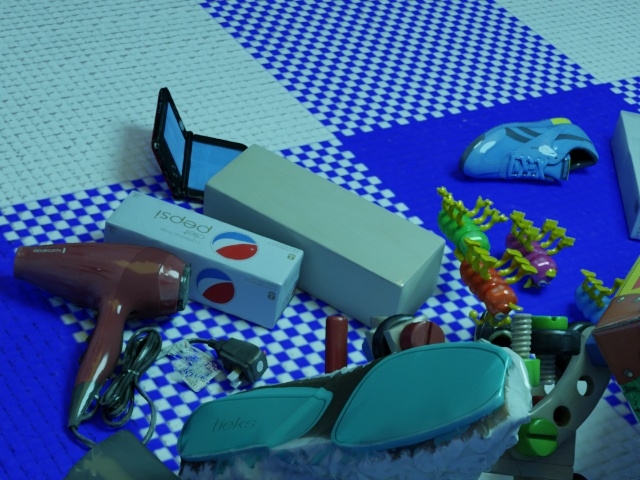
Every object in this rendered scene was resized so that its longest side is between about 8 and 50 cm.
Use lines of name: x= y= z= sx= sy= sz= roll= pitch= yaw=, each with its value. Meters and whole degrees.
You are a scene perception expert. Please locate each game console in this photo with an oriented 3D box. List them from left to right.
game console: x=-0.149 y=-0.118 z=1.744 sx=0.085 sy=0.124 sz=0.144 roll=-14 pitch=35 yaw=9

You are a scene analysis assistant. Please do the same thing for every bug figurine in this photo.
bug figurine: x=0.237 y=0.037 z=1.611 sx=0.279 sy=0.072 sz=0.216 roll=14 pitch=28 yaw=-36

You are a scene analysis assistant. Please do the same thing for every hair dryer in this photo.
hair dryer: x=-0.217 y=0.082 z=1.453 sx=0.223 sy=0.080 sz=0.293 roll=-25 pitch=49 yaw=-39

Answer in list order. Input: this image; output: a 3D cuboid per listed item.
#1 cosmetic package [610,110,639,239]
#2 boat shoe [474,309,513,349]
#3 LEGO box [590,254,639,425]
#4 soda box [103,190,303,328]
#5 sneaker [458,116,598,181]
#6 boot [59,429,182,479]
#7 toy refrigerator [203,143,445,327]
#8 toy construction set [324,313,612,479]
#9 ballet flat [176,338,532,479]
cosmetic package: x=0.460 y=-0.084 z=1.891 sx=0.098 sy=0.060 sz=0.239 roll=9 pitch=36 yaw=-1
boat shoe: x=0.203 y=0.119 z=1.549 sx=0.056 sy=0.049 sz=0.152 roll=9 pitch=36 yaw=-5
LEGO box: x=0.505 y=0.096 z=1.382 sx=0.193 sy=0.373 sz=0.500 roll=-20 pitch=15 yaw=38
soda box: x=-0.134 y=0.021 z=1.569 sx=0.216 sy=0.069 sz=0.074 roll=19 pitch=37 yaw=11
sneaker: x=0.285 y=-0.112 z=1.873 sx=0.209 sy=0.069 sz=0.082 roll=-12 pitch=46 yaw=-30
boot: x=-0.006 y=0.288 z=1.070 sx=0.445 sy=0.146 sz=0.367 roll=31 pitch=75 yaw=27
toy refrigerator: x=0.000 y=0.000 z=1.620 sx=0.269 sy=0.094 sz=0.102 roll=27 pitch=45 yaw=20
toy construction set: x=0.132 y=0.190 z=1.318 sx=0.308 sy=0.237 sz=0.257 roll=-2 pitch=-5 yaw=41
ballet flat: x=0.042 y=0.176 z=1.197 sx=0.409 sy=0.147 sz=0.147 roll=-14 pitch=11 yaw=46
